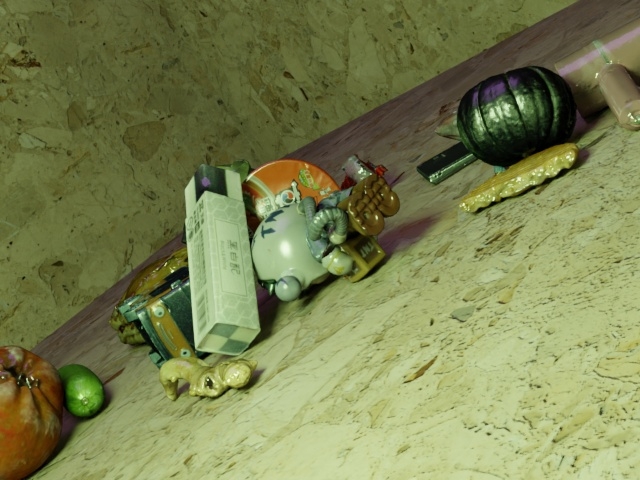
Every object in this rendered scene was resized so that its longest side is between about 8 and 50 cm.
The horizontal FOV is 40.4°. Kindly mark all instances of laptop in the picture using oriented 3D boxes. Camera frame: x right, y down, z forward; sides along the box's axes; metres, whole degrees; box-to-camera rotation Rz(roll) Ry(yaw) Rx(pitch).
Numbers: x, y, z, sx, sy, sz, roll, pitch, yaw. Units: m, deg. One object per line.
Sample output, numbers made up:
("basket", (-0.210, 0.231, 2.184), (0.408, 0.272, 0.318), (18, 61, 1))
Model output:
("laptop", (0.301, -0.188, 2.004), (0.154, 0.026, 0.207), (-31, 11, 5))

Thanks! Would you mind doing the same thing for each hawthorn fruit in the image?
("hawthorn fruit", (-0.627, 0.345, 1.699), (0.284, 0.284, 0.284), (-31, 11, 7))

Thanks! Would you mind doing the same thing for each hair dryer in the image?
("hair dryer", (0.554, -0.279, 1.548), (0.210, 0.125, 0.352), (-27, 22, 19))

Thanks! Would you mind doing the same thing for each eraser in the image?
("eraser", (-0.196, 0.029, 1.684), (0.098, 0.096, 0.404), (-51, 36, 37))

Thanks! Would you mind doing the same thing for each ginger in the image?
("ginger", (-0.200, 0.236, 1.481), (0.288, 0.075, 0.089), (-14, 26, 47))

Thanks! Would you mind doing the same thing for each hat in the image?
("hat", (0.073, -0.104, 2.147), (0.227, 0.129, 0.140), (-49, 33, 6))

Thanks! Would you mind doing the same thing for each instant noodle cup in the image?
("instant noodle cup", (-0.066, -0.054, 1.945), (0.250, 0.250, 0.192), (-32, 2, 2))

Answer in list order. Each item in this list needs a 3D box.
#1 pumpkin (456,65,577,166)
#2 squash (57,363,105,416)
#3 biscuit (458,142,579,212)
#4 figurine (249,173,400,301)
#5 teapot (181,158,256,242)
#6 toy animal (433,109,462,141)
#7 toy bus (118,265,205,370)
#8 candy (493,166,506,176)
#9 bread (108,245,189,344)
("pumpkin", (0.360, -0.228, 1.595), (0.220, 0.162, 0.220), (-18, -7, -2))
("squash", (-0.540, 0.327, 1.928), (0.101, 0.101, 0.378), (-37, 10, -22))
("biscuit", (0.354, -0.113, 1.524), (0.224, 0.033, 0.144), (-26, 9, 29))
("figurine", (0.003, 0.000, 1.640), (0.261, 0.186, 0.382), (-34, 5, -38))
("teapot", (-0.234, -0.081, 2.169), (0.239, 0.239, 0.321), (8, -3, 23))
("toy animal", (0.373, -0.263, 1.932), (0.195, 0.091, 0.324), (6, 22, 21))
("toy bus", (-0.300, 0.159, 1.835), (0.194, 0.162, 0.323), (-33, 9, -15))
("candy", (0.343, -0.133, 1.672), (0.030, 0.020, 0.083), (-27, 11, 11))
("bread", (-0.379, 0.127, 2.162), (0.277, 0.167, 0.324), (-39, 14, -28))
